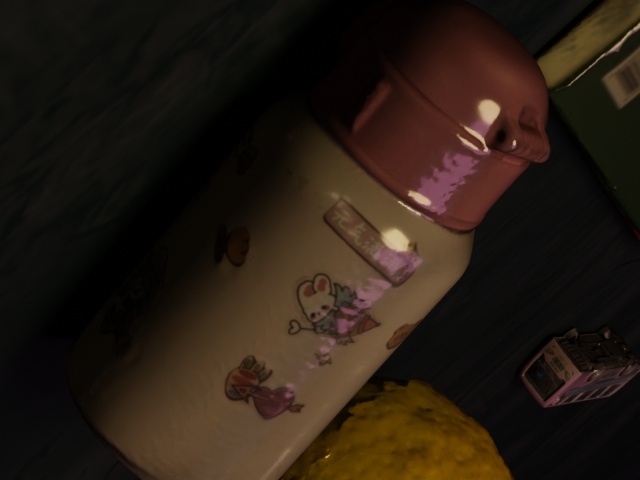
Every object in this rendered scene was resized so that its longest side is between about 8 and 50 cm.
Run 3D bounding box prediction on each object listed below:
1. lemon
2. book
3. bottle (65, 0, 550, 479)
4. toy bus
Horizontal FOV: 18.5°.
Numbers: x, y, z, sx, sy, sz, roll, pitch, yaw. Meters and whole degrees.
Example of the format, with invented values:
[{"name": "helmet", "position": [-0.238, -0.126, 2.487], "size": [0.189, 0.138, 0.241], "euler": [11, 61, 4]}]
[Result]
[{"name": "lemon", "position": [0.029, 0.166, 1.066], "size": [0.180, 0.193, 0.180], "euler": [-56, 179, -1]}, {"name": "book", "position": [0.258, -0.117, 1.116], "size": [0.260, 0.043, 0.371], "euler": [-40, 157, 4]}, {"name": "bottle", "position": [0.000, 0.000, 0.821], "size": [0.233, 0.110, 0.110], "euler": [-50, 156, 19]}, {"name": "toy bus", "position": [0.185, 0.090, 1.387], "size": [0.052, 0.037, 0.130], "euler": [-45, 159, 22]}]
